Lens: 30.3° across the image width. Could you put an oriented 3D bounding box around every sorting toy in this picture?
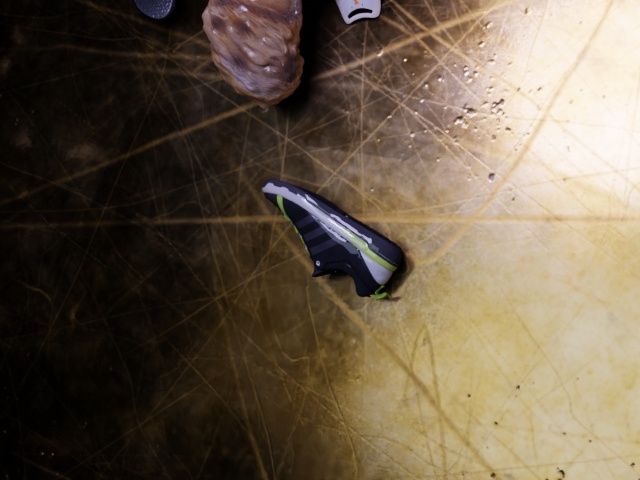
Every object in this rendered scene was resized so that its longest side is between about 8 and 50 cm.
[{"bbox_3d":[0.051,-0.344,1.650,0.083,0.045,0.075,-10,97,22],"label":"sorting toy"}]

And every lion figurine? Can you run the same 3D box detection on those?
[{"bbox_3d":[-0.047,-0.391,1.598,0.240,0.142,0.392,40,109,10],"label":"lion figurine"}]

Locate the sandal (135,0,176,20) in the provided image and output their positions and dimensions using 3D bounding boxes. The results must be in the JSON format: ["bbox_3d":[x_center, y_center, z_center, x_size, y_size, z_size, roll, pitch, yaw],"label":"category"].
[{"bbox_3d":[-0.262,-0.389,1.796,0.067,0.040,0.179,-46,53,6],"label":"sandal"}]

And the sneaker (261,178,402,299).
[{"bbox_3d":[0.000,0.000,1.592,0.234,0.084,0.097,33,97,24],"label":"sneaker"}]
